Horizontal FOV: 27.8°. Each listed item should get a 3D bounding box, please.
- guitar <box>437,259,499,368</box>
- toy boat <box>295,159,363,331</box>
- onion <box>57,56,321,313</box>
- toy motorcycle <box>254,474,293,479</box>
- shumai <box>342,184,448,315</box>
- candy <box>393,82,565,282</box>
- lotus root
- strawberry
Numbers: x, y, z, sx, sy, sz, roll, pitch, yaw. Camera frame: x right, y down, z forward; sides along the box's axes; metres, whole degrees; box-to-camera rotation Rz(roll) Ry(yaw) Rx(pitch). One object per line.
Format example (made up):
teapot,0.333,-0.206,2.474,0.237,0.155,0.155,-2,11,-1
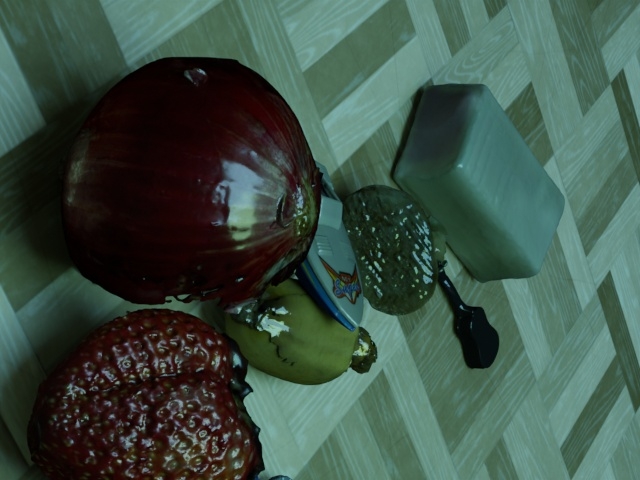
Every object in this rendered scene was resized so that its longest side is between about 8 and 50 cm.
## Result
guitar,0.252,0.117,2.307,0.271,0.038,0.084,61,43,-30
toy boat,0.000,0.000,1.841,0.129,0.088,0.295,17,45,-51
onion,-0.152,-0.070,1.564,0.341,0.341,0.341,5,83,-52
toy motorcycle,-0.086,0.425,1.823,0.114,0.076,0.205,26,66,-41
shumai,0.115,0.009,2.072,0.209,0.161,0.153,59,18,0
candy,0.287,-0.098,2.281,0.358,0.145,0.208,48,52,-38
lotus root,-0.039,0.128,1.851,0.303,0.131,0.146,23,84,-50
strawberry,-0.218,0.217,1.540,0.288,0.238,0.250,-7,63,-45
